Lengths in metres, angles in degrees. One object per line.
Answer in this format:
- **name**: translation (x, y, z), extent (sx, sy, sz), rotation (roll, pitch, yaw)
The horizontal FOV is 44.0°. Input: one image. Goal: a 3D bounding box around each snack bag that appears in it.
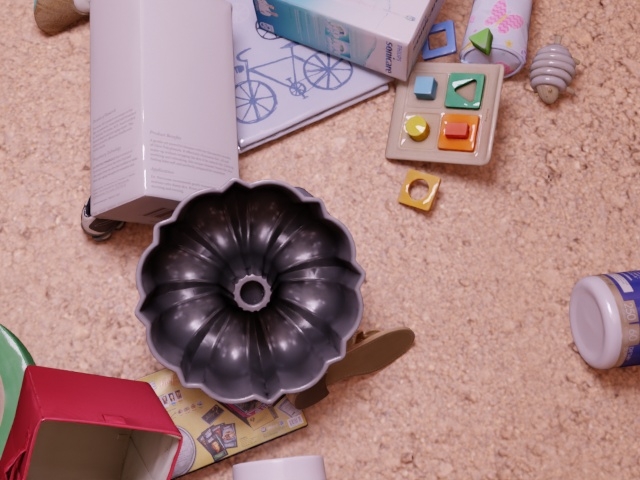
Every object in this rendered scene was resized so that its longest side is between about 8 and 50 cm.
- **snack bag**: translation (-0.086, -0.356, 1.442), extent (0.323, 0.037, 0.343), rotation (-27, 74, -13)

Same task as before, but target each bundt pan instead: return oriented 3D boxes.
- **bundt pan**: translation (-0.106, 0.067, 1.174), extent (0.330, 0.124, 0.331), rotation (-1, 98, -9)

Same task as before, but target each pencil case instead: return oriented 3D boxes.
- **pencil case**: translation (0.331, -0.437, 1.464), extent (0.124, 0.113, 0.273), rotation (6, 71, 12)

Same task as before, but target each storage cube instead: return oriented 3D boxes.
- **storage cube**: translation (-0.323, 0.296, 1.076), extent (0.214, 0.193, 0.184), rotation (14, 96, -27)

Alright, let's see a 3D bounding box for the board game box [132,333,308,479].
- **board game box**: translation (-0.161, 0.257, 1.238), extent (0.243, 0.042, 0.165), rotation (-19, 75, -10)

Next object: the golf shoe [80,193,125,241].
- **golf shoe**: translation (-0.320, -0.089, 1.308), extent (0.077, 0.094, 0.198), rotation (31, 71, 6)

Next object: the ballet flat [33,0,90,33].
- **ballet flat**: translation (-0.371, -0.500, 1.390), extent (0.124, 0.116, 0.342), rotation (30, 83, 19)

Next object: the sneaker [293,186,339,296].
- **sneaker**: translation (0.000, 0.000, 1.304), extent (0.083, 0.098, 0.224), rotation (-22, 76, -11)

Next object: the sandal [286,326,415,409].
- **sandal**: translation (0.035, 0.176, 1.261), extent (0.240, 0.088, 0.079), rotation (-26, 48, -26)

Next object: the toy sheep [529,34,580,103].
- **toy sheep**: translation (0.426, -0.312, 1.448), extent (0.091, 0.091, 0.132), rotation (11, 77, -1)

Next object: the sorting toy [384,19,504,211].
- **sorting toy**: translation (0.208, -0.223, 1.362), extent (0.195, 0.047, 0.348), rotation (6, 81, 27)

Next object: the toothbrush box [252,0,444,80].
- **toothbrush box**: translation (0.058, -0.440, 1.375), extent (0.295, 0.126, 0.216), rotation (21, 74, 12)

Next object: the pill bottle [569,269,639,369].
- **pill bottle**: translation (0.557, 0.119, 1.286), extent (0.264, 0.153, 0.153), rotation (-7, 73, -7)

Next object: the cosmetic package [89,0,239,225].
- **cosmetic package**: translation (-0.248, -0.217, 1.263), extent (0.196, 0.155, 0.366), rotation (10, 71, -46)

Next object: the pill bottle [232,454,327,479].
- **pill bottle**: translation (-0.050, 0.457, 1.122), extent (0.161, 0.161, 0.283), rotation (-4, 73, -6)

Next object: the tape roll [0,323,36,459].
- **tape roll**: translation (-0.585, 0.253, 1.178), extent (0.321, 0.077, 0.322), rotation (2, 75, -6)
